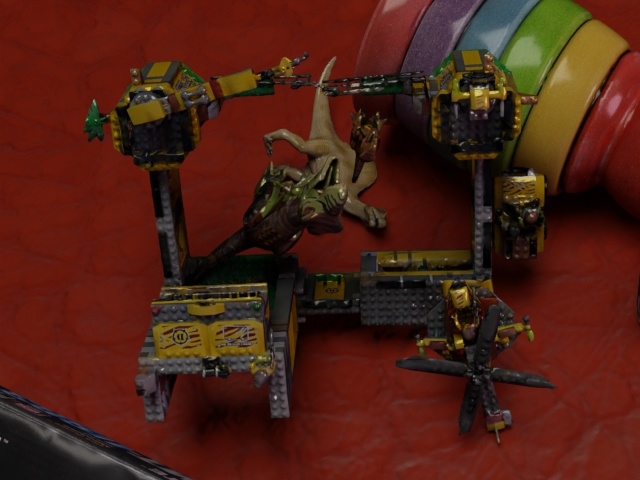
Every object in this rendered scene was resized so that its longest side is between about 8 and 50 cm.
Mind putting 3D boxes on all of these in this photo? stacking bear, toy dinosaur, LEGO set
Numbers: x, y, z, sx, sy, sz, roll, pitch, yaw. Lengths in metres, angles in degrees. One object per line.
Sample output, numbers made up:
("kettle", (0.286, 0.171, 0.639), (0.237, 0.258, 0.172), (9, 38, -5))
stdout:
("stacking bear", (0.186, -0.106, 0.951), (0.289, 0.175, 0.164), (27, 45, 17))
("toy dinosaur", (-0.001, -0.067, 1.028), (0.093, 0.053, 0.183), (-8, 55, -17))
("LEGO set", (0.000, 0.000, 0.824), (0.331, 0.255, 0.192), (5, 24, 0))

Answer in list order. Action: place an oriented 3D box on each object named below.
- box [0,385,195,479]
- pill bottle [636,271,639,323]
("box", (-0.189, 0.239, 0.674), (0.296, 0.073, 0.293), (23, 86, 16))
("pill bottle", (0.255, 0.017, 0.854), (0.067, 0.120, 0.067), (-5, 50, 6))
